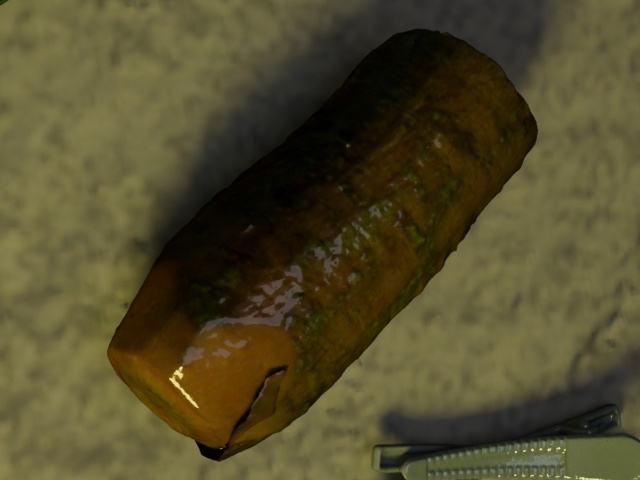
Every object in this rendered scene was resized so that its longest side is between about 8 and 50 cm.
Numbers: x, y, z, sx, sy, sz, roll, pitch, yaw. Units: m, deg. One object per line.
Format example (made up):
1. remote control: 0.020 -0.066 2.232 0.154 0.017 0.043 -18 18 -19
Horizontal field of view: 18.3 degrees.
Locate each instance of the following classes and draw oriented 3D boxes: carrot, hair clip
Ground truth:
1. carrot: 0.000 0.000 0.721 0.173 0.082 0.082 -47 109 -21
2. hair clip: 0.075 0.087 0.779 0.115 0.039 0.030 -7 90 -20

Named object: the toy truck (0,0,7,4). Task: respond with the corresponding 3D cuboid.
1. toy truck: -0.176 -0.140 0.602 0.279 0.155 0.156 -15 89 -21
